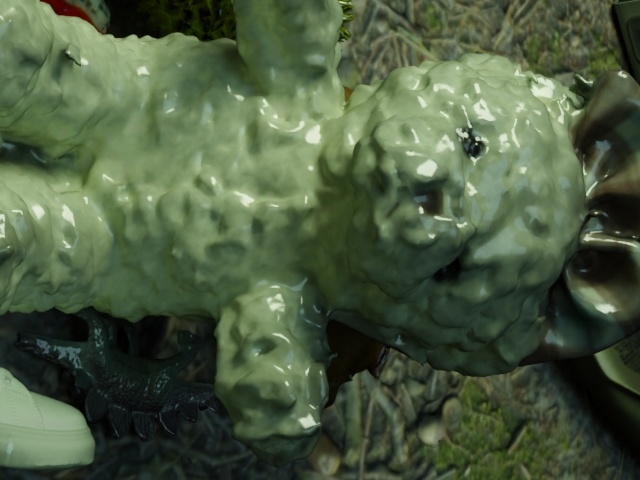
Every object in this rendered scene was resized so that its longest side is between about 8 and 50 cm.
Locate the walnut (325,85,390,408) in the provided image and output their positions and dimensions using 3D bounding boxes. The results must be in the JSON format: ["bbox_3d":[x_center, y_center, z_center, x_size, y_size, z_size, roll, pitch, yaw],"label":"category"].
[{"bbox_3d":[0.000,0.000,1.135,0.137,0.137,0.245,20,71,-42],"label":"walnut"}]

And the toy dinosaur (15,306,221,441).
[{"bbox_3d":[-0.113,0.098,1.070,0.208,0.039,0.082,15,80,-32],"label":"toy dinosaur"}]

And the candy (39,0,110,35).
[{"bbox_3d":[-0.196,-0.098,0.990,0.086,0.059,0.292,39,61,-32],"label":"candy"}]

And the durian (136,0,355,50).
[{"bbox_3d":[-0.050,-0.193,1.064,0.198,0.146,0.159,60,36,-20],"label":"durian"}]

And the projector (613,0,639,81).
[{"bbox_3d":[0.339,-0.206,1.507,0.083,0.083,0.082,-32,109,-40],"label":"projector"}]

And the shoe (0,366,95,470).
[{"bbox_3d":[-0.240,0.071,0.913,0.265,0.095,0.110,14,77,-41],"label":"shoe"}]

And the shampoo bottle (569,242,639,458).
[{"bbox_3d":[0.284,0.093,1.433,0.350,0.084,0.126,54,56,-28],"label":"shampoo bottle"}]

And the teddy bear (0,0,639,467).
[{"bbox_3d":[-0.002,-0.028,0.912,0.375,0.362,0.328,8,91,-63],"label":"teddy bear"}]
